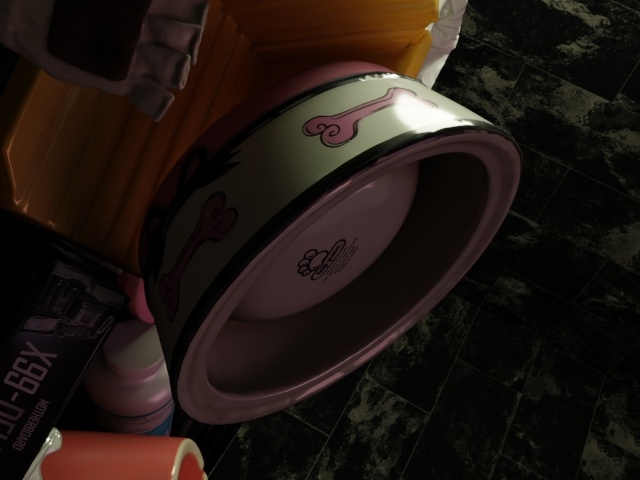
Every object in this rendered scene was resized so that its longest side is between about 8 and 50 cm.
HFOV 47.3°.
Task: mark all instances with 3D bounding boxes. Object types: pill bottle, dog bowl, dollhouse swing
[{"bbox_3d":[-0.301,0.239,1.159,0.146,0.146,0.264,-53,167,-45],"label":"pill bottle"},{"bbox_3d":[0.000,0.000,0.741,0.408,0.150,0.408,-30,153,-17],"label":"dog bowl"},{"bbox_3d":[-0.068,-0.136,0.672,0.347,0.315,0.305,47,44,-64],"label":"dollhouse swing"}]

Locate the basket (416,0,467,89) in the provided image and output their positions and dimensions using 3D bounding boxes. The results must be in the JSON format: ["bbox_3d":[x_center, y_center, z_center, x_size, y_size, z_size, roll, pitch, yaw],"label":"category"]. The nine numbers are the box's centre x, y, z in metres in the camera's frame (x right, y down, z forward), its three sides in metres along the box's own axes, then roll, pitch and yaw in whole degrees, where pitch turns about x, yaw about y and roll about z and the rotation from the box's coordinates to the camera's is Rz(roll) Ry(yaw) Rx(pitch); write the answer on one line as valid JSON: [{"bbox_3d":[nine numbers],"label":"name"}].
[{"bbox_3d":[0.030,-0.274,1.101,0.331,0.266,0.328,-62,171,-2],"label":"basket"}]

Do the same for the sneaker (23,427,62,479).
[{"bbox_3d":[-0.375,0.316,0.856,0.090,0.115,0.232,-4,-119,62],"label":"sneaker"}]

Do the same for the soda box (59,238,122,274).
[{"bbox_3d":[-0.200,-0.107,0.874,0.286,0.091,0.098,-58,168,-25],"label":"soda box"}]

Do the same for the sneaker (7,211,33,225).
[{"bbox_3d":[-0.254,-0.094,0.706,0.071,0.066,0.188,-25,139,-56],"label":"sneaker"}]

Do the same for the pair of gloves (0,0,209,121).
[{"bbox_3d":[-0.148,-0.222,0.484,0.042,0.204,0.240,-81,-163,-76],"label":"pair of gloves"}]

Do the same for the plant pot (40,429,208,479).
[{"bbox_3d":[-0.291,0.384,1.007,0.275,0.243,0.275,-8,90,-87],"label":"plant pot"}]

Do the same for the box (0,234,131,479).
[{"bbox_3d":[-0.314,0.152,0.707,0.307,0.076,0.242,-61,-156,-8],"label":"box"}]

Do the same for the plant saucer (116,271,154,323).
[{"bbox_3d":[-0.202,-0.039,1.089,0.332,0.084,0.332,-59,171,-15],"label":"plant saucer"}]

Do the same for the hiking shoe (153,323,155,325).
[{"bbox_3d":[-0.230,0.099,1.320,0.227,0.086,0.114,-60,167,-17],"label":"hiking shoe"}]
